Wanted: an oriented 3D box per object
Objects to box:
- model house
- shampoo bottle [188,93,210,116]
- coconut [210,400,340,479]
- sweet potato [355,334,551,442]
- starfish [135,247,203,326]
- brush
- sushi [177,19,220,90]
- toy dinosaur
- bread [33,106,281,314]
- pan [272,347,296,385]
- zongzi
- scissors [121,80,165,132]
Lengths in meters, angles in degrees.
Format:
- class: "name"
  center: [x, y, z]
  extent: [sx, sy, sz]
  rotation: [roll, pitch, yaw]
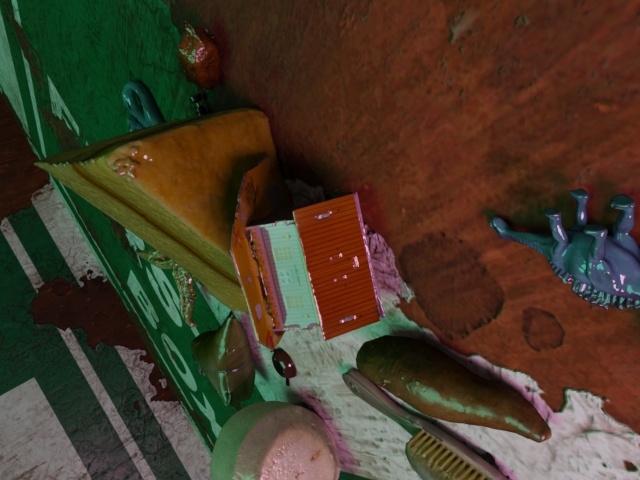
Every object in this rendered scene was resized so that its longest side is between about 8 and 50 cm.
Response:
- class: "model house"
  center: [0.000, 0.000, 0.587]
  extent: [0.135, 0.207, 0.220]
  rotation: [-7, 103, 20]
- class: "shampoo bottle"
  center: [-0.173, -0.164, 0.780]
  extent: [0.048, 0.027, 0.137]
  rotation: [2, 118, 50]
- class: "coconut"
  center: [-0.097, 0.454, 1.002]
  extent: [0.265, 0.237, 0.238]
  rotation: [-21, 98, 55]
- class: "sweet potato"
  center: [0.133, 0.157, 0.552]
  extent: [0.243, 0.077, 0.077]
  rotation: [9, 123, 50]
- class: "starfish"
  center: [-0.365, 0.022, 1.183]
  extent: [0.358, 0.078, 0.347]
  rotation: [55, 150, 9]
- class: "brush"
  center: [0.120, 0.272, 0.680]
  extent: [0.312, 0.067, 0.072]
  rotation: [26, 137, 48]
- class: "sushi"
  center: [-0.168, -0.249, 0.665]
  extent: [0.060, 0.061, 0.118]
  rotation: [43, 149, 6]
- class: "toy dinosaur"
  center: [0.199, 0.010, 0.349]
  extent: [0.197, 0.045, 0.080]
  rotation: [34, 155, 49]
- class: "bread"
  center: [-0.176, 0.012, 0.710]
  extent: [0.233, 0.245, 0.362]
  rotation: [5, 119, 41]
- class: "pan"
  center: [-0.078, 0.274, 1.019]
  extent: [0.068, 0.023, 0.115]
  rotation: [34, 141, 36]
- class: "zongzi"
  center: [-0.244, 0.229, 1.155]
  extent: [0.228, 0.114, 0.256]
  rotation: [31, 134, 47]
- class: "scissors"
  center: [-0.288, -0.163, 0.951]
  extent: [0.393, 0.032, 0.180]
  rotation: [45, 147, 25]
